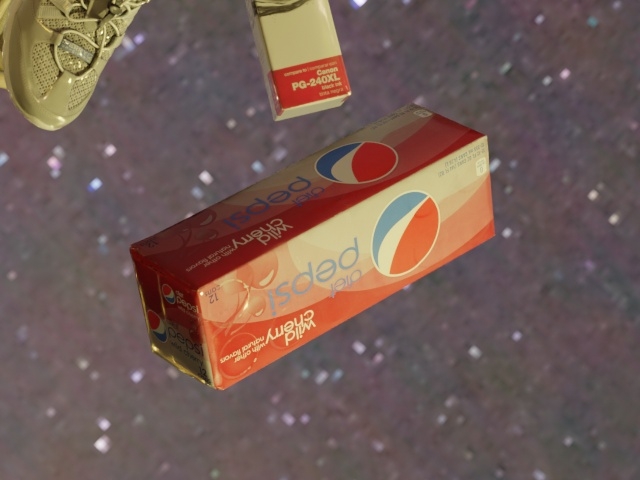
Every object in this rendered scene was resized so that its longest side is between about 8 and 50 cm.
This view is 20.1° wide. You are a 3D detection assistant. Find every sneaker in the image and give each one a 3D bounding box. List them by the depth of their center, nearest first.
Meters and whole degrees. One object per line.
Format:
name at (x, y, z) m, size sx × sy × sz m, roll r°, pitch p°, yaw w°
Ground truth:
sneaker at (-0.219, -0.240, 1.739) m, size 0.105 × 0.281 × 0.115 m, roll 21°, pitch -4°, yaw -36°

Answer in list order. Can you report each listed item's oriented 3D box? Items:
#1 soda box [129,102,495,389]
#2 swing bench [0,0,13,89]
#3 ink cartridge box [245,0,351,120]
soda box at (0.000, 0.000, 1.273) m, size 0.083 × 0.263 × 0.092 m, roll 29°, pitch -42°, yaw 44°
swing bench at (-0.300, -0.288, 2.008) m, size 0.165 × 0.253 × 0.255 m, roll 37°, pitch 9°, yaw 34°
ink cartridge box at (-0.025, -0.182, 1.502) m, size 0.109 × 0.063 × 0.150 m, roll 173°, pitch -96°, yaw -86°
